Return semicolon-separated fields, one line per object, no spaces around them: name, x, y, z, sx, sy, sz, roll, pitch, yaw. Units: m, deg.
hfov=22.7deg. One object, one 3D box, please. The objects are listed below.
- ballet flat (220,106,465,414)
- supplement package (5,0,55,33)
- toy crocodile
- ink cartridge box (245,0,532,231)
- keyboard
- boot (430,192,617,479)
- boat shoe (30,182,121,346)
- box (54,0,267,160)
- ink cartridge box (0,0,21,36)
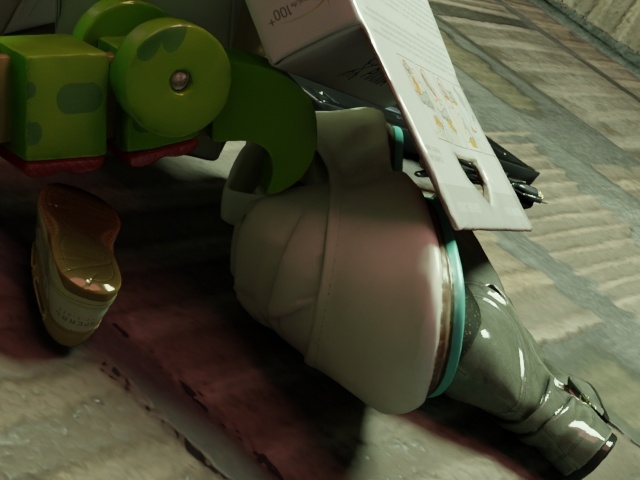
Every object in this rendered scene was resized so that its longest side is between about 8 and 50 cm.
ballet flat;0.000;0.000;1.017;0.139;0.139;0.400;28;15;-12
supplement package;-0.226;-0.296;1.281;0.175;0.177;0.293;35;18;5
toy crocodile;-0.163;-0.079;0.897;0.340;0.105;0.115;-3;17;-25
ink cartridge box;0.036;-0.113;1.011;0.261;0.066;0.296;68;14;6
keyboard;0.093;-0.092;1.505;0.317;0.033;0.201;13;20;-42
boot;0.118;0.069;1.103;0.161;0.083;0.246;38;18;-16
boat shoe;-0.137;0.011;0.862;0.050;0.045;0.135;20;20;-16
box;-0.083;-0.204;1.158;0.121;0.148;0.311;14;38;6
ink cartridge box;-0.340;-0.213;0.995;0.273;0.114;0.197;38;19;20
